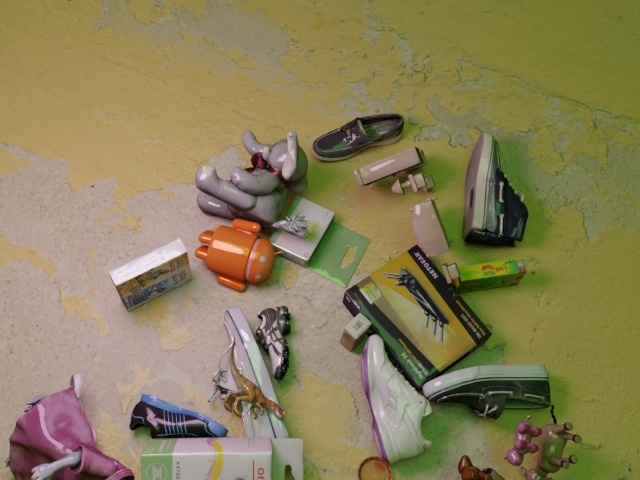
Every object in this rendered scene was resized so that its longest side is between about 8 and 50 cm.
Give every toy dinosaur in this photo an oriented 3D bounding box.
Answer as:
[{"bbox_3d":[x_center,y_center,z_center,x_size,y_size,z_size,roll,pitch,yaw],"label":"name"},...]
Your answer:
[{"bbox_3d":[-0.173,0.339,1.667,0.112,0.064,0.211,-43,94,-26],"label":"toy dinosaur"}]

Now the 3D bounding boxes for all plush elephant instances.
[{"bbox_3d":[-0.144,-0.174,1.911,0.330,0.272,0.255,20,75,4],"label":"plush elephant"}]

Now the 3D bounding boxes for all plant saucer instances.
[{"bbox_3d":[0.128,0.554,1.730,0.083,0.013,0.083,1,63,-3],"label":"plant saucer"}]

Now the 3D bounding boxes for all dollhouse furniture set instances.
[{"bbox_3d":[0.243,-0.056,1.978,0.174,0.303,0.355,-20,91,15],"label":"dollhouse furniture set"}]

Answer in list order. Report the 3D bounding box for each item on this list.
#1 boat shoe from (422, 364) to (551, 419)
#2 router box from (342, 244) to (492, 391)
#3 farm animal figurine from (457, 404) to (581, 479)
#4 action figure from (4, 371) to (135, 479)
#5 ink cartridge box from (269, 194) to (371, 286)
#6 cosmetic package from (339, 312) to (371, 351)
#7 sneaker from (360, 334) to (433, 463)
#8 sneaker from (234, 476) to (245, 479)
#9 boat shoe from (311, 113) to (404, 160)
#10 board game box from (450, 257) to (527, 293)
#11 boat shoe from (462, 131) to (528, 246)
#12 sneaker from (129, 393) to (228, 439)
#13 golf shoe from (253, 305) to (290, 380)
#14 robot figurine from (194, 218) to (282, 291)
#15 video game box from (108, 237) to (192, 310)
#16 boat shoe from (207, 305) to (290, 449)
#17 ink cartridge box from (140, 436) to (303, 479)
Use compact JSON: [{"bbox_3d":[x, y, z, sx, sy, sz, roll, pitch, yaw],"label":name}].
[{"bbox_3d":[0.416,0.373,1.773,0.335,0.121,0.119,-4,64,-13],"label":"boat shoe"},{"bbox_3d":[0.244,0.198,1.877,0.243,0.081,0.309,-32,70,-18],"label":"router box"},{"bbox_3d":[0.457,0.581,1.668,0.330,0.172,0.326,-15,78,-20],"label":"farm animal figurine"},{"bbox_3d":[-0.510,0.505,1.600,0.370,0.248,0.276,22,36,25],"label":"action figure"},{"bbox_3d":[0.000,0.000,1.974,0.235,0.056,0.171,25,64,10],"label":"ink cartridge box"},{"bbox_3d":[0.087,0.232,1.830,0.041,0.115,0.060,42,69,14],"label":"cosmetic package"},{"bbox_3d":[0.184,0.374,1.769,0.152,0.114,0.305,-12,75,-3],"label":"sneaker"},{"bbox_3d":[-0.260,0.559,1.505,0.262,0.104,0.125,-13,88,-13],"label":"sneaker"},{"bbox_3d":[0.110,-0.309,2.112,0.285,0.092,0.103,-15,66,-11],"label":"boat shoe"},{"bbox_3d":[0.444,0.094,1.937,0.181,0.092,0.043,-8,63,-8],"label":"board game box"},{"bbox_3d":[0.498,-0.136,2.052,0.158,0.127,0.340,13,71,-5],"label":"boat shoe"},{"bbox_3d":[-0.335,0.440,1.719,0.232,0.081,0.090,17,66,12],"label":"sneaker"},{"bbox_3d":[-0.123,0.259,1.829,0.094,0.077,0.198,-2,54,2],"label":"golf shoe"},{"bbox_3d":[-0.211,0.035,1.897,0.219,0.128,0.158,17,63,4],"label":"robot figurine"},{"bbox_3d":[-0.416,0.088,1.814,0.187,0.205,0.048,-29,73,-16],"label":"video game box"},{"bbox_3d":[-0.200,0.345,1.754,0.156,0.136,0.367,-18,76,-10],"label":"boat shoe"},{"bbox_3d":[-0.210,0.549,1.609,0.353,0.119,0.207,0,91,-5],"label":"ink cartridge box"}]
